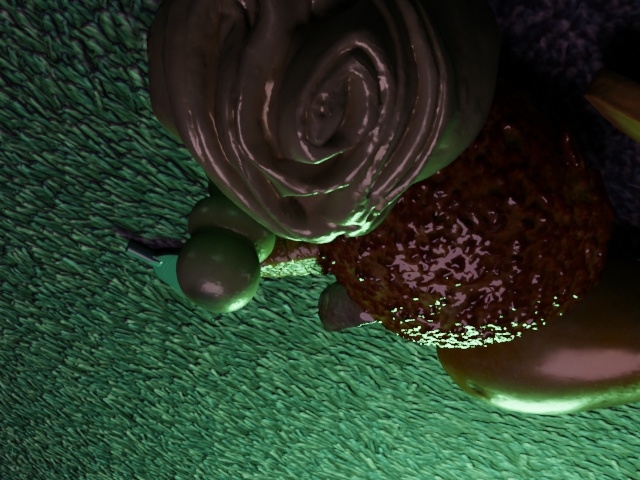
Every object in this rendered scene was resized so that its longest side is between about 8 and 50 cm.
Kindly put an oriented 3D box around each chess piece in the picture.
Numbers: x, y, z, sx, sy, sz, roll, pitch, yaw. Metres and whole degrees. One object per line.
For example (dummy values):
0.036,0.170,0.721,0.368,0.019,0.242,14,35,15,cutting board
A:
-0.100,-0.027,1.723,0.133,0.243,0.133,12,148,8,chess piece

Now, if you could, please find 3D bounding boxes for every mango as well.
0.308,0.111,1.746,0.384,0.199,0.221,1,177,43,mango

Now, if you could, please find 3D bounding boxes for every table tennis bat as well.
-0.203,0.040,2.086,0.155,0.019,0.100,23,148,-10,table tennis bat

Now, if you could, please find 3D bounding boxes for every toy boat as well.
0.069,0.061,1.854,0.155,0.085,0.227,-12,178,1,toy boat

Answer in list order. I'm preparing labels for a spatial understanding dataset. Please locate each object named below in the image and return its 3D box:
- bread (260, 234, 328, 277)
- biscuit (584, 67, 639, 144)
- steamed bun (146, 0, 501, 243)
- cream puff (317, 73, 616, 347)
0.000,0.000,1.860,0.233,0.076,0.105,-8,163,16,bread
0.416,-0.060,1.451,0.355,0.052,0.275,30,-173,-4,biscuit
-0.008,-0.171,1.375,0.324,0.310,0.219,42,-173,6,steamed bun
0.133,-0.025,1.575,0.350,0.228,0.350,12,120,22,cream puff
